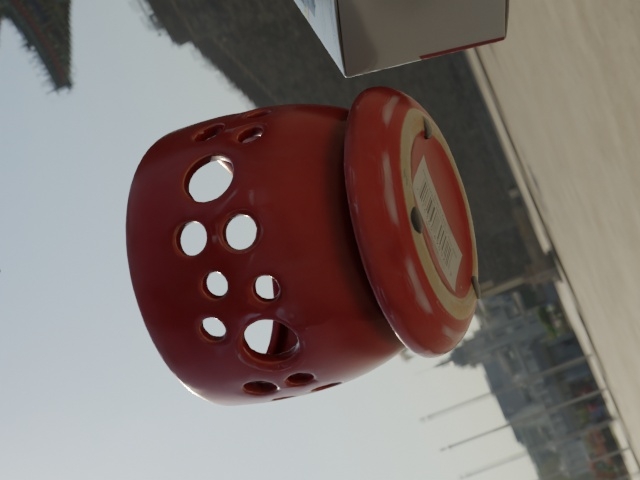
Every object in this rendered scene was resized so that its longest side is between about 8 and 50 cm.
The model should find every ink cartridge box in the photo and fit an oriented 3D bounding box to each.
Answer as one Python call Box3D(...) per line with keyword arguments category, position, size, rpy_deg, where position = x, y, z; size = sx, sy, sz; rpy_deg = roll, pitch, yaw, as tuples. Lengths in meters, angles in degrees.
Box3D(category="ink cartridge box", position=(0.050, -0.205, 0.710), size=(0.175, 0.127, 0.072), rpy_deg=(-115, 12, -52))

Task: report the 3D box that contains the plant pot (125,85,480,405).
Box3D(category="plant pot", position=(0.000, 0.000, 0.598), size=(0.191, 0.174, 0.191), rpy_deg=(46, -143, -51))
